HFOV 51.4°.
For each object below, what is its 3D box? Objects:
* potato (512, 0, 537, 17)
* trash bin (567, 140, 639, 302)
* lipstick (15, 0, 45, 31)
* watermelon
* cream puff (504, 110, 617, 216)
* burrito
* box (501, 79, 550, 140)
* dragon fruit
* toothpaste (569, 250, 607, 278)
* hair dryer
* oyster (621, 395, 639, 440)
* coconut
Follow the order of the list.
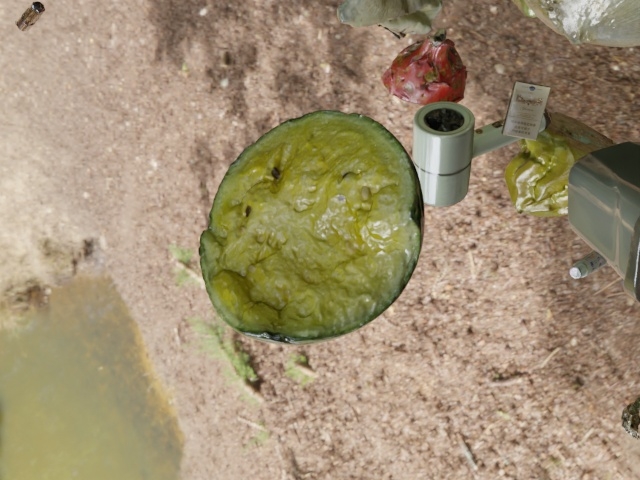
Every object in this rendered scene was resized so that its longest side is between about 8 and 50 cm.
[{"bbox_3d":[0.596,-0.774,1.891,0.160,0.111,0.271,-26,56,14],"label":"potato"},{"bbox_3d":[0.558,-0.044,1.125,0.250,0.220,0.219,-116,13,-60],"label":"trash bin"},{"bbox_3d":[-0.499,-0.387,1.146,0.176,0.027,0.027,11,104,58],"label":"lipstick"},{"bbox_3d":[0.000,0.000,0.930,0.331,0.189,0.330,-15,53,22],"label":"watermelon"},{"bbox_3d":[0.653,-0.194,1.841,0.291,0.324,0.257,24,121,-5],"label":"cream puff"},{"bbox_3d":[0.096,-0.473,1.212,0.135,0.332,0.190,-36,80,31],"label":"burrito"},{"bbox_3d":[0.313,-0.198,1.015,0.053,0.024,0.083,13,106,4],"label":"box"},{"bbox_3d":[0.325,-0.499,1.921,0.134,0.262,0.211,-102,13,-50],"label":"dragon fruit"},{"bbox_3d":[0.575,0.036,1.368,0.033,0.218,0.052,-10,98,49],"label":"toothpaste"},{"bbox_3d":[0.366,-0.226,1.456,0.128,0.362,0.203,54,160,42],"label":"hair dryer"},{"bbox_3d":[0.761,0.436,1.621,0.051,0.103,0.148,4,141,36],"label":"oyster"},{"bbox_3d":[0.600,-0.576,1.379,0.405,0.405,0.404,7,101,44],"label":"coconut"}]
